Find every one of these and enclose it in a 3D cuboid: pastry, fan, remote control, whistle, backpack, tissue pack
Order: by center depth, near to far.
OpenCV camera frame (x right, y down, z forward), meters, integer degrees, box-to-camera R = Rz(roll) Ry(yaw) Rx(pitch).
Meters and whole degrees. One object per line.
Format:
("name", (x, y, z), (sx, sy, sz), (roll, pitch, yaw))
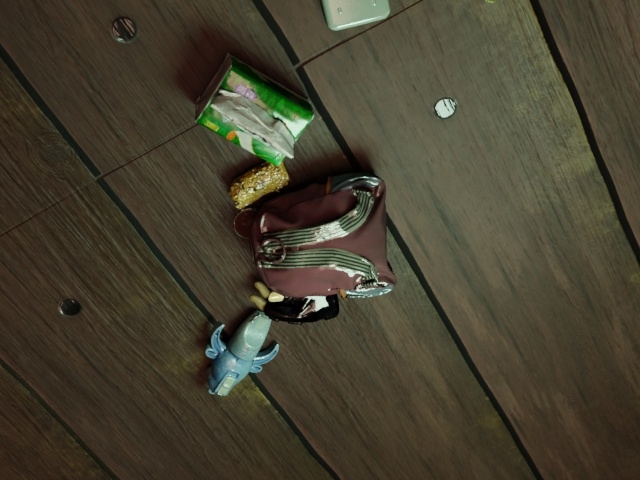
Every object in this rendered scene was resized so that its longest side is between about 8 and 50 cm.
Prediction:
("remote control", (0.046, -0.566, 1.792), (0.140, 0.056, 0.297), (-15, 121, 0))
("tissue pack", (-0.137, -0.260, 1.900), (0.209, 0.156, 0.148), (29, 111, -21))
("pastry", (-0.139, -0.129, 2.039), (0.140, 0.056, 0.080), (-26, 127, -2))
("backpack", (0.000, 0.000, 2.042), (0.317, 0.197, 0.284), (-7, 96, -5))
("fan", (-0.170, -0.056, 2.108), (0.085, 0.005, 0.133), (-25, 122, 9))
("whistle", (-0.207, 0.281, 2.270), (0.180, 0.093, 0.269), (25, 109, -28))

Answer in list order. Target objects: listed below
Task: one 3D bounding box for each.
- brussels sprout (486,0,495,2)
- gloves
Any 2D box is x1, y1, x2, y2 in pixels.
("brussels sprout", (0.300, -0.650, 1.619), (0.361, 0.342, 0.426), (-25, 91, -34))
("gloves", (-0.065, 0.140, 2.167), (0.203, 0.164, 0.124), (-7, 79, 6))
